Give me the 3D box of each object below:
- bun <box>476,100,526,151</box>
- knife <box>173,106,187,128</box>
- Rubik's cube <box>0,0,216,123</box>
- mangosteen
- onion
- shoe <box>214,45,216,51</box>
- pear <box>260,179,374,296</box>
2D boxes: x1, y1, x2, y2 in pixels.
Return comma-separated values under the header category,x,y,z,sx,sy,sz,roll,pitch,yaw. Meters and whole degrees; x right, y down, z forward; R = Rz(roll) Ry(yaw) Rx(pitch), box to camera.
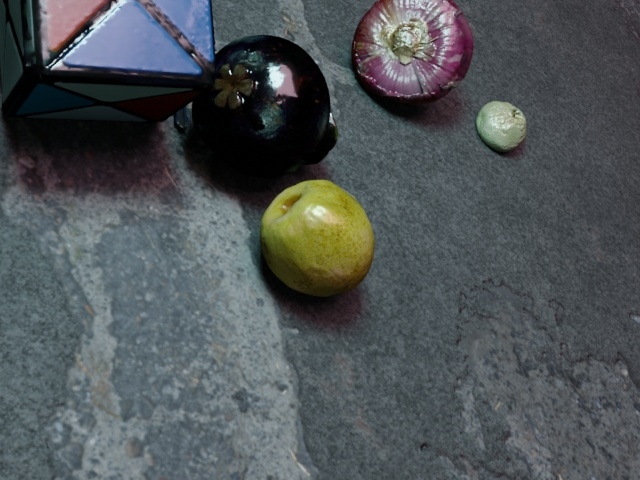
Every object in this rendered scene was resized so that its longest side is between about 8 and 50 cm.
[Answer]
category,x,y,z,sx,sy,sz,roll,pitch,yaw
bun,0.377,-0.238,1.639,0.115,0.069,0.115,15,53,-21
knife,-0.225,-0.225,1.288,0.031,0.018,0.121,7,58,-26
Rubik's cube,-0.302,-0.305,1.091,0.248,0.250,0.246,-2,87,-29
mangosteen,-0.080,-0.206,1.248,0.243,0.243,0.242,16,52,-22
onion,0.180,-0.366,1.540,0.230,0.230,0.163,54,12,11
shoe,-0.278,-0.367,1.302,0.245,0.095,0.137,-7,61,-42
pear,0.000,0.000,1.179,0.178,0.178,0.178,16,52,-22
